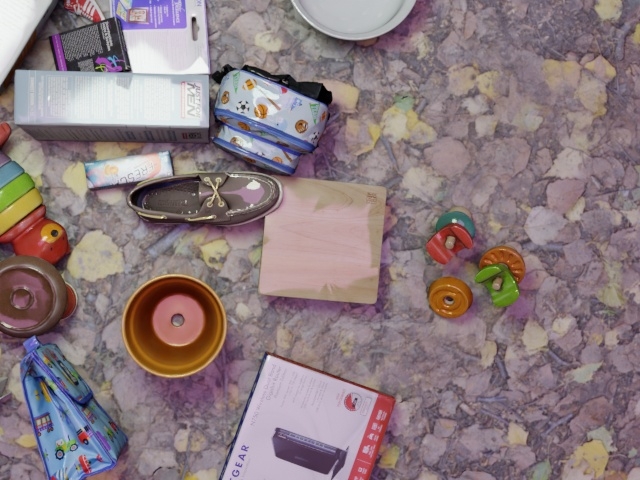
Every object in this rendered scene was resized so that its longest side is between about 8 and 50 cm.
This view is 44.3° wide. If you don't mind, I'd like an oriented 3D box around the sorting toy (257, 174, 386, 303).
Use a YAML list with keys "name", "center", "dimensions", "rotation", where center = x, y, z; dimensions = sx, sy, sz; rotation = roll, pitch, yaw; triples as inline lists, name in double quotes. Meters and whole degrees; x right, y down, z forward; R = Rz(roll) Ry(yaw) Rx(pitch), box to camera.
- name: "sorting toy"
  center: [0.000, 0.000, 1.722]
  dimensions: [0.257, 0.089, 0.256]
  rotation: [6, 88, -8]

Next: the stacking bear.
- name: "stacking bear"
  center: [-0.634, -0.065, 1.609]
  dimensions: [0.164, 0.175, 0.289]
  rotation: [-27, 106, 35]

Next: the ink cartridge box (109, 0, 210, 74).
- name: "ink cartridge box"
  center: [-0.350, -0.454, 1.711]
  dimensions: [0.208, 0.045, 0.206]
  rotation: [-3, 89, -6]

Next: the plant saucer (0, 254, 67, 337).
- name: "plant saucer"
  center: [-0.593, 0.114, 1.568]
  dimensions: [0.168, 0.029, 0.169]
  rotation: [-1, 93, -9]

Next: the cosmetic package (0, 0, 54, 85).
- name: "cosmetic package"
  center: [-0.602, -0.527, 1.576]
  dimensions: [0.161, 0.230, 0.453]
  rotation: [31, 85, -21]

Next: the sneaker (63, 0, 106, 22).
- name: "sneaker"
  center: [-0.507, -0.490, 1.693]
  dimensions: [0.067, 0.042, 0.118]
  rotation: [-32, 86, -10]

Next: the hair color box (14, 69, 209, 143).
- name: "hair color box"
  center: [-0.417, -0.272, 1.626]
  dimensions: [0.374, 0.185, 0.114]
  rotation: [1, 87, -8]

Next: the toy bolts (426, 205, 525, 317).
- name: "toy bolts"
  center: [0.324, 0.038, 1.769]
  dimensions: [0.218, 0.158, 0.228]
  rotation: [-29, 105, 32]

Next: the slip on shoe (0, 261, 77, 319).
- name: "slip on shoe"
  center: [-0.675, 0.103, 1.623]
  dimensions: [0.331, 0.101, 0.123]
  rotation: [11, 88, -6]

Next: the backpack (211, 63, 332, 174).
- name: "backpack"
  center: [-0.109, -0.255, 1.628]
  dimensions: [0.276, 0.263, 0.213]
  rotation: [15, 86, -8]

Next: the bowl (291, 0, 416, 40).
- name: "bowl"
  center: [0.061, -0.569, 1.726]
  dimensions: [0.297, 0.134, 0.298]
  rotation: [0, 89, -7]

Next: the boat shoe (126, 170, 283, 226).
- name: "boat shoe"
  center: [-0.243, -0.090, 1.644]
  dimensions: [0.324, 0.097, 0.117]
  rotation: [-3, 83, 11]

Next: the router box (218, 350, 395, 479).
- name: "router box"
  center: [-0.035, 0.450, 1.706]
  dimensions: [0.301, 0.082, 0.336]
  rotation: [20, 86, -7]

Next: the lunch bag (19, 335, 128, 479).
- name: "lunch bag"
  center: [-0.521, 0.329, 1.575]
  dimensions: [0.138, 0.221, 0.293]
  rotation: [-27, 92, -8]

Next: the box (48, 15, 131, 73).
- name: "box"
  center: [-0.491, -0.398, 1.674]
  dimensions: [0.162, 0.029, 0.116]
  rotation: [-12, 90, 14]

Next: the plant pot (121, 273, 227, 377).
- name: "plant pot"
  center: [-0.297, 0.171, 1.627]
  dimensions: [0.205, 0.188, 0.205]
  rotation: [0, 87, -7]

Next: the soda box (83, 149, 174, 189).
- name: "soda box"
  center: [-0.408, -0.149, 1.685]
  dimensions: [0.183, 0.063, 0.058]
  rotation: [-10, 89, -8]

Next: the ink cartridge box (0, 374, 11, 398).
- name: "ink cartridge box"
  center: [-0.718, 0.314, 1.614]
  dimensions: [0.143, 0.092, 0.090]
  rotation: [18, 86, -6]
